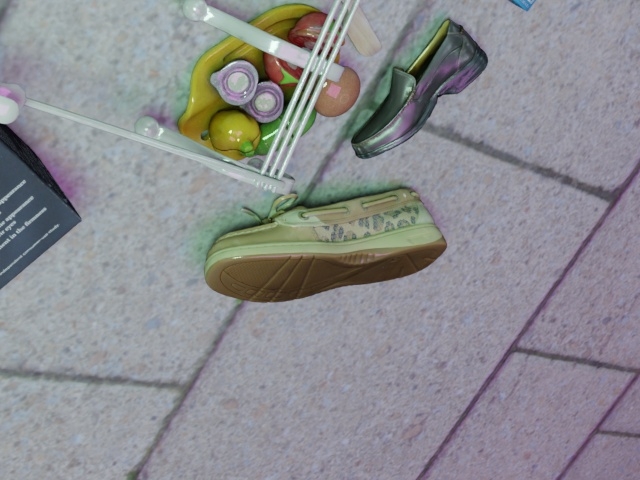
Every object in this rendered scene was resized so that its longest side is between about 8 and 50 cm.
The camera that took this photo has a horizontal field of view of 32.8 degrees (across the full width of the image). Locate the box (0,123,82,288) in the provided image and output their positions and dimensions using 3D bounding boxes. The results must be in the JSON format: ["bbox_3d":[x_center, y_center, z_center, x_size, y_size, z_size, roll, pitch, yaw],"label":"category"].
[{"bbox_3d":[-0.310,-0.048,0.820,0.153,0.108,0.207,-40,140,-4],"label":"box"}]

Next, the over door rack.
[{"bbox_3d":[-0.105,-0.183,0.844,0.324,0.108,0.239,13,104,-48],"label":"over door rack"}]

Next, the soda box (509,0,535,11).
[{"bbox_3d":[0.146,-0.300,1.011,0.071,0.067,0.210,-53,140,10],"label":"soda box"}]

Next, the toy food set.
[{"bbox_3d":[-0.026,-0.143,1.002,0.218,0.071,0.128,-37,140,-8],"label":"toy food set"}]

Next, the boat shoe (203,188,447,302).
[{"bbox_3d":[0.000,0.000,1.151,0.285,0.089,0.104,-5,153,-34],"label":"boat shoe"}]

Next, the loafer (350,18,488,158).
[{"bbox_3d":[0.090,-0.154,1.109,0.170,0.062,0.061,-44,118,-4],"label":"loafer"}]
